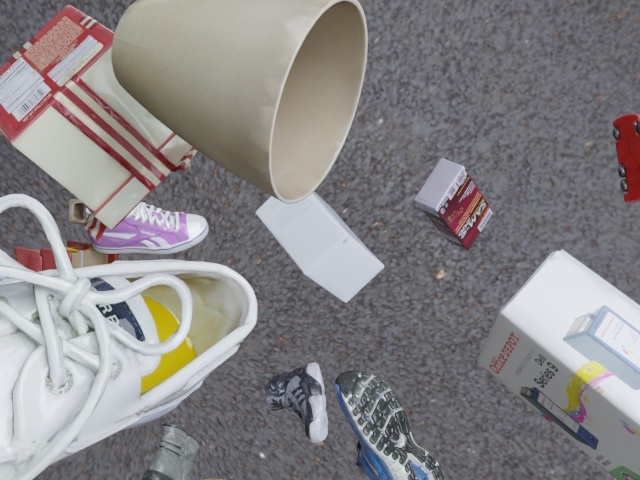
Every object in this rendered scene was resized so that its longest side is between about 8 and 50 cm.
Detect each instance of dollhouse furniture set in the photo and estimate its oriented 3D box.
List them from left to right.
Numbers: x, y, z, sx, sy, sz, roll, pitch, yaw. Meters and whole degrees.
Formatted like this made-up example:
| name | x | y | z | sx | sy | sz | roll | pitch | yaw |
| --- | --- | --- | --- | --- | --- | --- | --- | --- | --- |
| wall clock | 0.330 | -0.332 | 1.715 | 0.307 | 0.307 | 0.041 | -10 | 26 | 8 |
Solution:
| name | x | y | z | sx | sy | sz | roll | pitch | yaw |
| --- | --- | --- | --- | --- | --- | --- | --- | --- | --- |
| dollhouse furniture set | -0.599 | -0.058 | 1.684 | 0.152 | 0.201 | 0.375 | 3 | 93 | 18 |

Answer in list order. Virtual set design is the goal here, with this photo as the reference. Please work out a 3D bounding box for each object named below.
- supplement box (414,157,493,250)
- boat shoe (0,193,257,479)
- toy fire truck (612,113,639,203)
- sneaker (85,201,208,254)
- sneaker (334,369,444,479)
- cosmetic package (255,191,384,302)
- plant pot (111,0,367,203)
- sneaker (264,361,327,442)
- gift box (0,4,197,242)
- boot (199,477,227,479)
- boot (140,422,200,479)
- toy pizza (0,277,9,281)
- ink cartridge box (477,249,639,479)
| name | x | y | z | sx | sy | sz | roll | pitch | yaw |
| --- | --- | --- | --- | --- | --- | --- | --- | --- | --- |
| supplement box | 0.338 | -0.086 | 1.764 | 0.130 | 0.073 | 0.239 | -57 | 141 | -6 |
| boat shoe | -0.139 | 0.057 | 0.375 | 0.156 | 0.367 | 0.136 | -37 | 74 | 21 |
| toy fire truck | 0.539 | -0.106 | 1.163 | 0.135 | 0.047 | 0.192 | 3 | 79 | -47 |
| sneaker | -0.407 | -0.051 | 1.656 | 0.281 | 0.161 | 0.102 | -7 | 46 | -12 |
| sneaker | 0.112 | 0.413 | 1.433 | 0.129 | 0.147 | 0.330 | -39 | 102 | -43 |
| cosmetic package | 0.000 | 0.000 | 1.656 | 0.138 | 0.224 | 0.225 | -45 | 55 | 4 |
| plant pot | -0.117 | -0.211 | 0.894 | 0.273 | 0.256 | 0.257 | 21 | 76 | 17 |
| sneaker | -0.064 | 0.429 | 1.828 | 0.153 | 0.269 | 0.101 | -11 | 118 | 3 |
| gift box | -0.357 | -0.175 | 1.129 | 0.255 | 0.276 | 0.258 | -43 | 138 | -3 |
| boot | -0.161 | 0.460 | 1.138 | 0.197 | 0.152 | 0.073 | 5 | 103 | 13 |
| boot | -0.320 | 0.559 | 1.701 | 0.247 | 0.083 | 0.161 | 59 | 36 | -36 |
| toy pizza | -0.351 | 0.123 | 0.662 | 0.032 | 0.201 | 0.201 | 28 | 75 | 16 |
| ink cartridge box | 0.261 | 0.128 | 0.646 | 0.093 | 0.154 | 0.212 | -42 | 69 | -16 |
